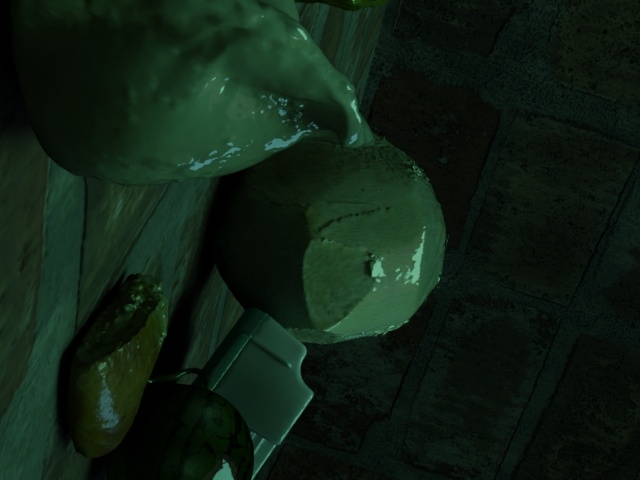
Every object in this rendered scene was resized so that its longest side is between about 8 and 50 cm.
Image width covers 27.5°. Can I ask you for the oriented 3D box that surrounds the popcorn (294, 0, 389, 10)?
[{"bbox_3d":[-0.005,-0.244,0.820,0.198,0.198,0.212,-64,137,-65],"label":"popcorn"}]

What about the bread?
[{"bbox_3d":[-0.160,0.096,1.002,0.136,0.054,0.154,55,50,-82],"label":"bread"}]

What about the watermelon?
[{"bbox_3d":[-0.129,0.194,1.249,0.140,0.141,0.187,103,3,-49],"label":"watermelon"}]

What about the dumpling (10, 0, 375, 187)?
[{"bbox_3d":[-0.058,-0.078,0.666,0.252,0.179,0.131,87,16,-75],"label":"dumpling"}]

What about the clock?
[{"bbox_3d":[-0.106,0.226,1.427,0.262,0.116,0.231,-53,172,-15],"label":"clock"}]

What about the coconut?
[{"bbox_3d":[0.000,0.000,1.472,0.245,0.247,0.245,40,-44,53],"label":"coconut"}]
